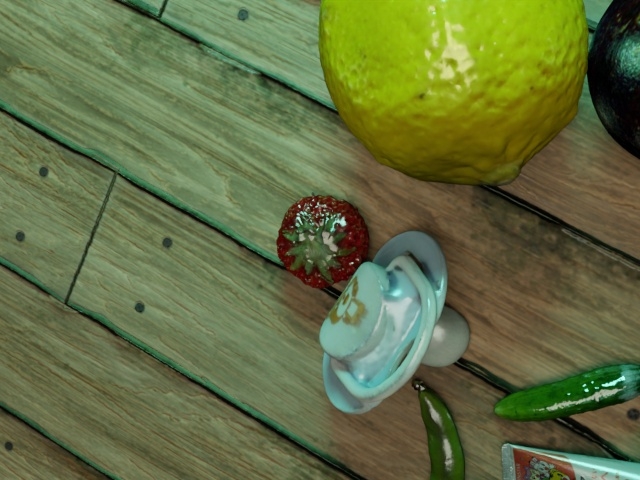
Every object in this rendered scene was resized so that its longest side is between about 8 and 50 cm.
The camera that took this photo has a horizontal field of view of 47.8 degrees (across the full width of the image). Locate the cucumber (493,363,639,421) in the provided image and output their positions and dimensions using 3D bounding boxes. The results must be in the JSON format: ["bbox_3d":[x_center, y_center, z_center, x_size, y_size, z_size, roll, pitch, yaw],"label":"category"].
[{"bbox_3d":[0.361,0.213,1.004,0.250,0.056,0.056,-21,93,19],"label":"cucumber"}]

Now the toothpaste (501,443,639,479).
[{"bbox_3d":[0.378,0.339,1.026,0.234,0.057,0.089,-1,102,24],"label":"toothpaste"}]

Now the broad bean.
[{"bbox_3d":[0.184,0.331,1.078,0.065,0.046,0.255,-7,96,24],"label":"broad bean"}]

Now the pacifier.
[{"bbox_3d":[0.121,0.133,1.016,0.207,0.227,0.279,22,109,-30],"label":"pacifier"}]

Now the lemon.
[{"bbox_3d":[0.152,-0.232,0.862,0.336,0.336,0.336,3,100,15],"label":"lemon"}]

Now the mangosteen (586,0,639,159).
[{"bbox_3d":[0.447,-0.190,0.808,0.288,0.288,0.288,3,100,15],"label":"mangosteen"}]

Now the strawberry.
[{"bbox_3d":[0.000,0.000,1.055,0.145,0.086,0.145,5,106,19],"label":"strawberry"}]
